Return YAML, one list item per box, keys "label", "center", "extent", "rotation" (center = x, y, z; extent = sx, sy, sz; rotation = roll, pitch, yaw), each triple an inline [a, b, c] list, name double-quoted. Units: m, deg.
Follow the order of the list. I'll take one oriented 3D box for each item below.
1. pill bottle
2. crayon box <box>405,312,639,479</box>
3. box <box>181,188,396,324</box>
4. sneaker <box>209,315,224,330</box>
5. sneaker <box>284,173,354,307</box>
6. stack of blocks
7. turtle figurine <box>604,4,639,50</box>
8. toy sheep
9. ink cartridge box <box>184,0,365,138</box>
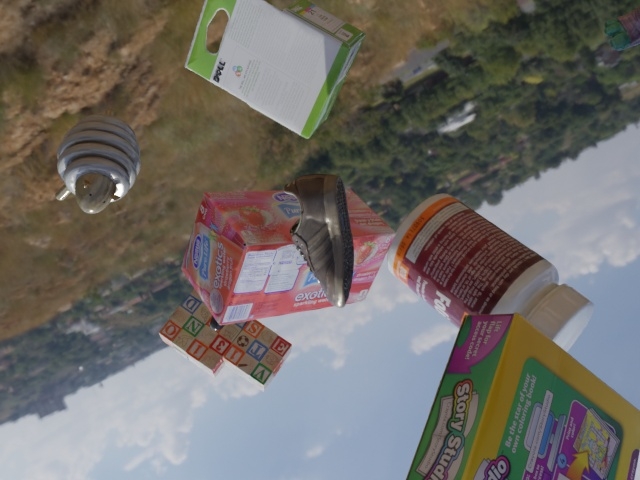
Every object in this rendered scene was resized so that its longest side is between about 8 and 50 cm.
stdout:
- label: "pill bottle"
  center: [0.349, 0.091, 1.411]
  extent: [0.224, 0.392, 0.224]
  rotation: [-31, 143, -27]
- label: "crayon box"
  center: [0.269, 0.330, 0.891]
  extent: [0.106, 0.313, 0.363]
  rotation: [-14, -135, 57]
- label: "box"
  center: [-0.048, 0.015, 1.076]
  extent: [0.299, 0.142, 0.154]
  rotation: [-6, 130, -39]
- label: "sneaker"
  center: [-0.160, 0.147, 1.484]
  extent: [0.170, 0.089, 0.051]
  rotation: [-51, 158, -19]
- label: "sneaker"
  center: [0.000, 0.000, 0.849]
  extent: [0.071, 0.189, 0.066]
  rotation: [3, -149, 16]
- label: "stack of blocks"
  center: [-0.242, 0.263, 1.727]
  extent: [0.171, 0.297, 0.087]
  rotation: [-54, 171, -22]
- label: "turtle figurine"
  center: [0.366, -0.247, 0.613]
  extent: [0.118, 0.175, 0.234]
  rotation: [-4, 152, -12]
- label: "toy sheep"
  center: [-0.229, -0.085, 0.693]
  extent: [0.091, 0.132, 0.091]
  rotation: [-4, 149, -3]
- label: "ink cartridge box"
  center: [-0.080, -0.326, 1.153]
  extent: [0.189, 0.255, 0.097]
  rotation: [-61, 177, 37]
